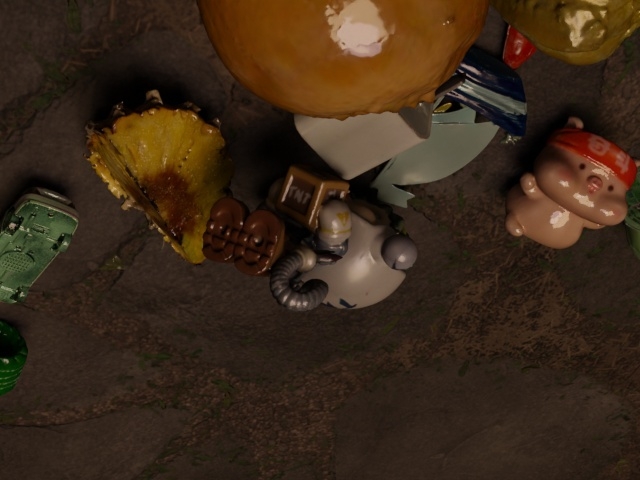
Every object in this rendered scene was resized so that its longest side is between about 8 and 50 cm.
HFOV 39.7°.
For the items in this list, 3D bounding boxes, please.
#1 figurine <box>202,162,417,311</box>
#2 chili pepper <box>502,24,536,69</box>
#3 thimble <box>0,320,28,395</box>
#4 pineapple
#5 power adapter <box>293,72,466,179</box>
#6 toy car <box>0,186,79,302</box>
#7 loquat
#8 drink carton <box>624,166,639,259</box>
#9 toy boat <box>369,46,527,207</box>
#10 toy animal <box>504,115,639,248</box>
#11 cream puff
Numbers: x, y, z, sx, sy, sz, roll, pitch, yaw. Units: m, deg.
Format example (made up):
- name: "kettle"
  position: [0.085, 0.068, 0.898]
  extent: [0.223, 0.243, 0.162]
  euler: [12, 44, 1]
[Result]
- name: "figurine"
  position: [-0.002, -0.003, 1.235]
  extent: [0.382, 0.261, 0.186]
  euler: [13, 108, -59]
- name: "chili pepper"
  position: [0.282, -0.299, 1.201]
  extent: [0.088, 0.065, 0.169]
  euler: [8, 137, -4]
- name: "thimble"
  position: [-0.532, 0.181, 1.386]
  extent: [0.130, 0.118, 0.090]
  euler: [6, 129, -44]
- name: "pineapple"
  position: [-0.212, -0.108, 1.214]
  extent: [0.161, 0.158, 0.334]
  euler: [-54, 140, -18]
- name: "power adapter"
  position: [0.087, -0.188, 1.159]
  extent: [0.205, 0.125, 0.130]
  euler: [-25, 124, 32]
- name: "toy car"
  position: [-0.433, 0.006, 1.277]
  extent: [0.090, 0.076, 0.224]
  euler: [23, 131, -33]
- name: "loquat"
  position: [0.022, -0.287, 0.955]
  extent: [0.328, 0.328, 0.328]
  euler: [-8, 134, -8]
- name: "drink carton"
  position: [0.561, -0.039, 1.469]
  extent: [0.144, 0.146, 0.142]
  euler: [-21, 142, 5]
- name: "toy boat"
  position: [0.166, -0.147, 1.301]
  extent: [0.220, 0.067, 0.291]
  euler: [22, 127, -17]
- name: "toy animal"
  position: [0.388, -0.081, 1.366]
  extent: [0.171, 0.171, 0.197]
  euler: [13, 131, -26]
- name: "cream puff"
  position: [0.292, -0.347, 0.957]
  extent: [0.270, 0.323, 0.274]
  euler: [-45, 147, -3]
